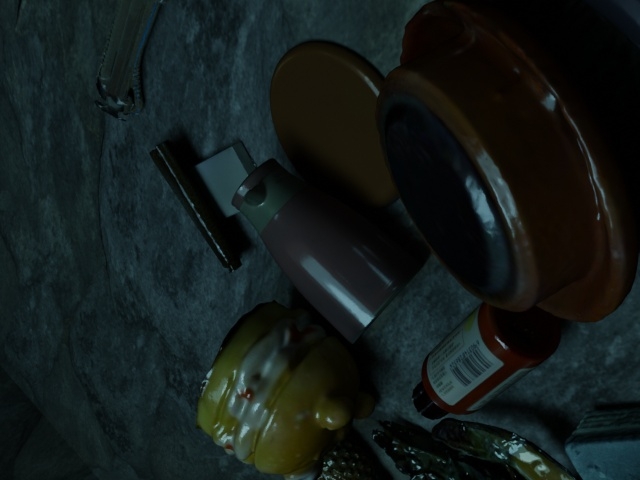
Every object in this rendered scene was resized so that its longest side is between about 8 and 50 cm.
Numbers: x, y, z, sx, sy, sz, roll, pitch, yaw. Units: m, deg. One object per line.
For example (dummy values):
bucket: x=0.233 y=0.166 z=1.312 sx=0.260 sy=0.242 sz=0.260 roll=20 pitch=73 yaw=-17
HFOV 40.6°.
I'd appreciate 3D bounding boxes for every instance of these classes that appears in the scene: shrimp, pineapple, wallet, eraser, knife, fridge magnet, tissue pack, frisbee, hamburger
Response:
shrimp: x=0.236 y=0.343 z=1.265 sx=0.445 sy=0.085 sz=0.272 roll=17 pitch=142 yaw=43
pineapple: x=0.081 y=0.457 z=1.542 sx=0.251 sy=0.125 sz=0.125 roll=46 pitch=144 yaw=1
wallet: x=-0.209 y=-0.058 z=1.469 sx=0.243 sy=0.039 sz=0.133 roll=60 pitch=167 yaw=-7
eraser: x=-0.147 y=-0.093 z=1.402 sx=0.150 sy=0.023 sz=0.103 roll=-17 pitch=106 yaw=53
knife: x=-0.290 y=-0.322 z=1.358 sx=0.089 sy=0.043 sz=0.365 roll=21 pitch=143 yaw=-12
fridge magnet: x=0.179 y=-0.072 z=0.882 sx=0.363 sy=0.155 sz=0.363 roll=58 pitch=168 yaw=19
tissue pack: x=0.440 y=0.279 z=1.007 sx=0.257 sy=0.081 sz=0.185 roll=-25 pitch=101 yaw=53
frisbee: x=0.021 y=-0.148 z=1.170 sx=0.251 sy=0.021 sz=0.250 roll=30 pitch=139 yaw=31
hamburger: x=-0.046 y=0.254 z=1.401 sx=0.237 sy=0.276 sz=0.276 roll=27 pitch=138 yaw=16

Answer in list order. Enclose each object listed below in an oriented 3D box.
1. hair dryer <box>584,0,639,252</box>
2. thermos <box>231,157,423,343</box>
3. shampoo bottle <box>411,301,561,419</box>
hair dryer: x=0.282 y=-0.176 z=0.810 sx=0.361 sy=0.121 sz=0.301 roll=52 pitch=154 yaw=18
thermos: x=0.000 y=0.000 z=1.209 sx=0.265 sy=0.176 sz=0.146 roll=43 pitch=103 yaw=8
shampoo bottle: x=0.204 y=0.166 z=1.157 sx=0.104 sy=0.104 sz=0.278 roll=46 pitch=144 yaw=10
